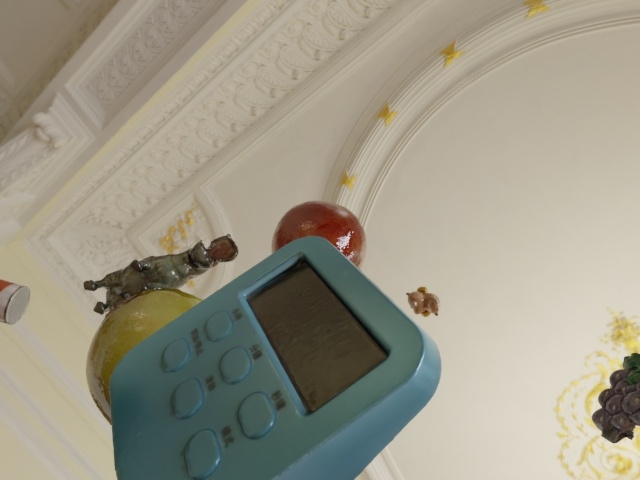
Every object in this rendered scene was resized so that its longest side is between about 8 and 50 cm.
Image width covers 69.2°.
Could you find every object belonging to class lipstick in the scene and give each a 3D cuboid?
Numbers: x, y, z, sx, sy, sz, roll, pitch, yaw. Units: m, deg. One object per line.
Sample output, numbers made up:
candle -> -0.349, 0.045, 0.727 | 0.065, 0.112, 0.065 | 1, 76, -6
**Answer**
lipstick -> -0.345, 0.042, 0.429 | 0.130, 0.038, 0.038 | 16, -65, -6

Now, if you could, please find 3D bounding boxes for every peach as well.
peach -> -0.295, 0.255, 0.916 | 0.314, 0.281, 0.316 | -15, -73, 40
peach -> 0.000, 0.000, 1.270 | 0.257, 0.362, 0.201 | 14, -71, -6

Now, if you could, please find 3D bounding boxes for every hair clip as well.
hair clip -> 0.567, 0.276, 0.829 | 0.052, 0.124, 0.195 | 31, -94, -9

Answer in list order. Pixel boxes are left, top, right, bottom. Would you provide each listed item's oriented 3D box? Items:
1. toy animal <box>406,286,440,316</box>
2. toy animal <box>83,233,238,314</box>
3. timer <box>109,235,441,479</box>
toy animal -> 0.308, 0.198, 1.420 | 0.082, 0.114, 0.091 | -5, -71, -24
toy animal -> -0.364, 0.078, 1.083 | 0.343, 0.168, 0.106 | -21, -92, 3
timer -> -0.052, 0.110, 0.400 | 0.250, 0.232, 0.091 | -44, -55, -3
